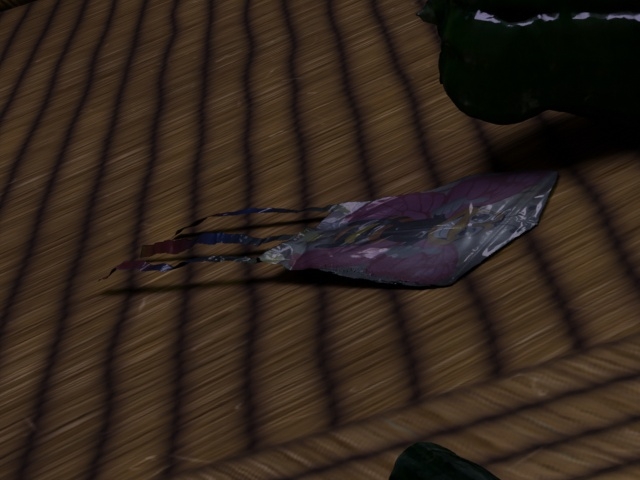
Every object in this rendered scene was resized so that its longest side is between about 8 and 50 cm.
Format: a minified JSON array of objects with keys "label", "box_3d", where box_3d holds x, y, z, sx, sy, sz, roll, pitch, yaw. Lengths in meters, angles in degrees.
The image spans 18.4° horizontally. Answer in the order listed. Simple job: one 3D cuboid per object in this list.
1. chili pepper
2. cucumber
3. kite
[{"label":"chili pepper","box_3d":[0.265,-0.173,1.498,0.385,0.167,0.213,-6,33,-1]},{"label":"cucumber","box_3d":[0.070,0.129,0.933,0.048,0.048,0.105,-24,19,-19]},{"label":"kite","box_3d":[-0.001,-0.003,1.461,0.360,0.022,0.204,-6,20,32]}]
